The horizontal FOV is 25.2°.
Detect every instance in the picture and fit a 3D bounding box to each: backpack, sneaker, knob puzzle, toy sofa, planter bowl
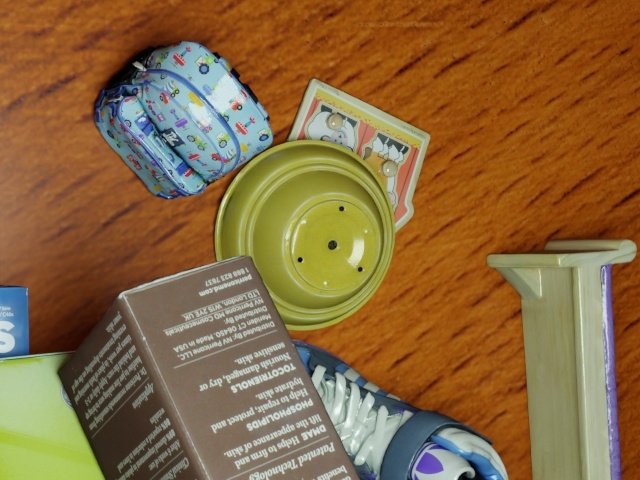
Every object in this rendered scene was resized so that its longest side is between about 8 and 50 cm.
[{"bbox_3d":[-0.136,-0.124,1.477,0.117,0.173,0.158,-45,110,-21],"label":"backpack"},{"bbox_3d":[0.061,0.206,1.544,0.323,0.236,0.130,35,74,-24],"label":"sneaker"},{"bbox_3d":[0.033,-0.066,1.649,0.213,0.030,0.213,0,90,-29],"label":"knob puzzle"},{"bbox_3d":[0.323,0.180,1.735,0.177,0.150,0.362,-4,91,-27],"label":"toy sofa"},{"bbox_3d":[0.000,0.000,1.575,0.217,0.090,0.217,-3,98,-21],"label":"planter bowl"}]

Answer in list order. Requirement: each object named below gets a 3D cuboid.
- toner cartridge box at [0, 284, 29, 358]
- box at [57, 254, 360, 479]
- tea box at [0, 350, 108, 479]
[{"bbox_3d":[-0.457,0.079,1.308,0.348,0.165,0.075,0,89,-29],"label":"toner cartridge box"},{"bbox_3d":[-0.065,0.225,1.204,0.143,0.191,0.381,-16,74,-33],"label":"box"},{"bbox_3d":[-0.216,0.289,1.347,0.323,0.220,0.329,-2,66,-29],"label":"tea box"}]
